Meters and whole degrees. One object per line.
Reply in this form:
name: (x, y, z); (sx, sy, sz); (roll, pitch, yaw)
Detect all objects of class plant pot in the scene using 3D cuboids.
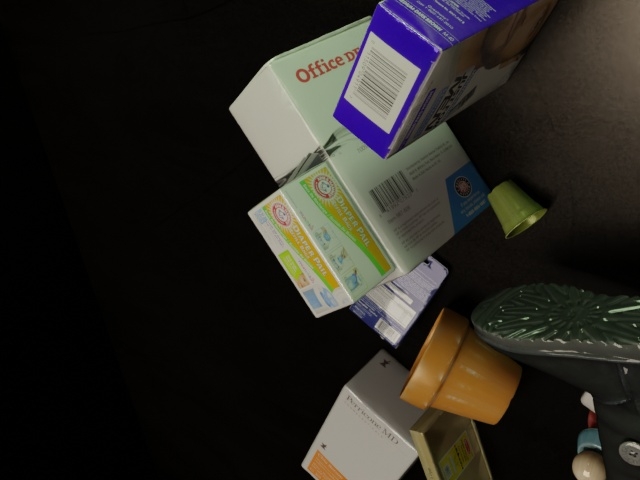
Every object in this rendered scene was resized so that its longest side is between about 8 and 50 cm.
plant pot: (0.286, 0.265, 1.367); (0.188, 0.205, 0.205); (27, 136, 9)
plant pot: (0.327, -0.059, 1.169); (0.079, 0.083, 0.083); (57, 144, 17)

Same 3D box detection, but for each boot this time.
boot: (0.446, 0.295, 1.055); (0.367, 0.146, 0.445); (5, 125, 55)

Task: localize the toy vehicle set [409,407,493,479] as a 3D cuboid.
toy vehicle set: (0.294, 0.477, 1.519); (0.035, 0.166, 0.266); (-1, 116, 47)

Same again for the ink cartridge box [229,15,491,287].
ink cartridge box: (0.077, -0.150, 1.189); (0.395, 0.285, 0.166); (57, 142, -2)

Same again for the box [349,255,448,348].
box: (0.168, 0.103, 1.447); (0.136, 0.036, 0.225); (41, 121, 18)

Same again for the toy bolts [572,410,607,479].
toy bolts: (0.546, 0.436, 1.228); (0.218, 0.158, 0.228); (-11, 109, 50)

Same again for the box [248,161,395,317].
box: (0.000, 0.000, 1.061); (0.203, 0.103, 0.114); (56, 144, -2)

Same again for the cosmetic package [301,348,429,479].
cosmetic package: (0.129, 0.503, 1.719); (0.230, 0.161, 0.453); (40, 139, 19)

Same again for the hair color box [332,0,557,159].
hair color box: (0.183, -0.264, 0.948); (0.110, 0.339, 0.185); (42, 140, 14)

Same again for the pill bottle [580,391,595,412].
pill bottle: (0.561, 0.282, 1.122); (0.229, 0.131, 0.131); (36, 138, 23)
